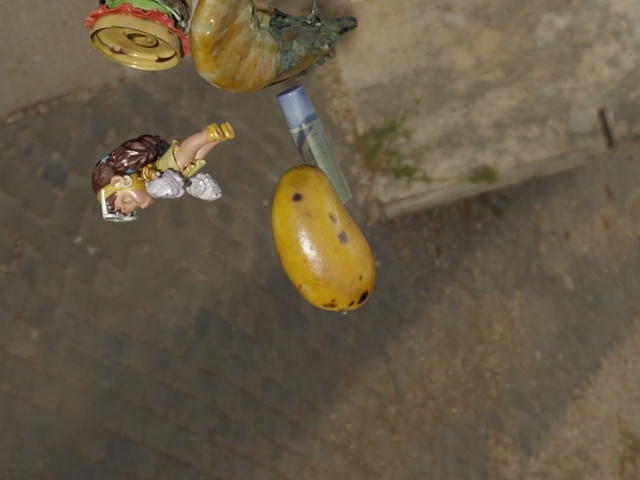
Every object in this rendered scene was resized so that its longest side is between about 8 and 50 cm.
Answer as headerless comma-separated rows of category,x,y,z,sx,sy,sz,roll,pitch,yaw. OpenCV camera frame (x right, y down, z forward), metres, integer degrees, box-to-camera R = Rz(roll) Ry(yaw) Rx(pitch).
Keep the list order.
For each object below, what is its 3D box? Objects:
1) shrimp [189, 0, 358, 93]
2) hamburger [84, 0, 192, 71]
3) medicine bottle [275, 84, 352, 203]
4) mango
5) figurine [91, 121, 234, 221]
shrimp,-0.047,-0.342,1.620,0.445,0.085,0.272,-15,126,-62
hamburger,-0.280,-0.358,1.788,0.175,0.175,0.136,33,60,-48
medicine bottle,-0.012,-0.172,2.096,0.230,0.059,0.059,65,32,-15
mango,-0.001,0.003,1.309,0.115,0.090,0.178,-49,119,-48
figurine,-0.238,-0.107,1.715,0.175,0.240,0.115,-4,80,-65
